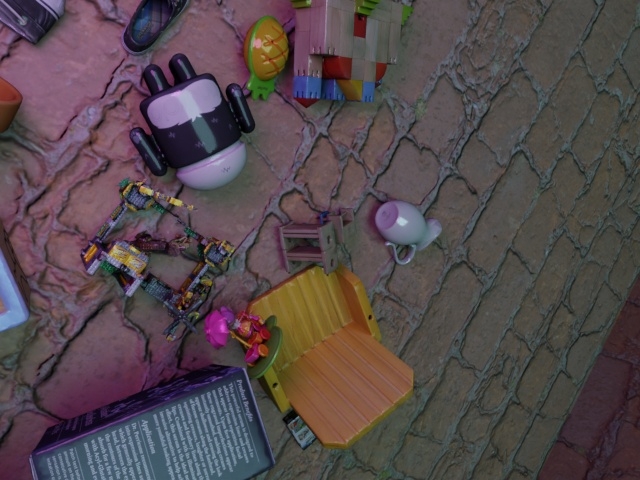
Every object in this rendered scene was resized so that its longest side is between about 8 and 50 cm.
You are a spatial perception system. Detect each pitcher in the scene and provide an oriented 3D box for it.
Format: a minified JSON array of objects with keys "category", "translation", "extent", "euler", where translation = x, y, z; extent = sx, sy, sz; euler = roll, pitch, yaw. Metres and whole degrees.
[{"category":"pitcher","translation":[0.242,-0.020,1.382],"extent":[0.207,0.125,0.178],"euler":[22,103,-43]}]

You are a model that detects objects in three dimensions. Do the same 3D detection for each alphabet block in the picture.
[{"category":"alphabet block","translation":[-0.640,0.068,0.812],"extent":[0.193,0.197,0.193],"euler":[-20,108,-27]}]

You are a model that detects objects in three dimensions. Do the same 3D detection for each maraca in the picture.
[{"category":"maraca","translation":[-0.129,-0.420,1.085],"extent":[0.127,0.099,0.186],"euler":[-23,129,-56]}]

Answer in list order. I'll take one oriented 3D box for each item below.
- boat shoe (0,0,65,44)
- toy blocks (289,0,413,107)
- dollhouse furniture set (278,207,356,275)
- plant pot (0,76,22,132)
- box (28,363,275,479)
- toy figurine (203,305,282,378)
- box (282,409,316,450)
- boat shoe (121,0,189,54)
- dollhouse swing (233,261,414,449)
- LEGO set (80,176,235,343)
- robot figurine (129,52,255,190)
[{"category":"boat shoe","translation":[-0.609,-0.464,0.771],"extent":[0.335,0.121,0.119],"euler":[30,79,-34]},{"category":"toy blocks","translation":[0.071,-0.457,1.148],"extent":[0.381,0.190,0.261],"euler":[-15,115,-45]},{"category":"dollhouse furniture set","translation":[0.000,0.000,1.250],"extent":[0.183,0.129,0.129],"euler":[-33,119,-55]},{"category":"plant pot","translation":[-0.658,-0.196,0.720],"extent":[0.290,0.291,0.204],"euler":[23,103,-32]},{"category":"box","translation":[-0.343,0.429,0.973],"extent":[0.395,0.293,0.212],"euler":[-16,85,-28]},{"category":"toy figurine","translation":[-0.185,0.202,1.058],"extent":[0.159,0.173,0.130],"euler":[35,120,-22]},{"category":"box","translation":[-0.001,0.503,1.374],"extent":[0.207,0.036,0.114],"euler":[-35,115,-21]},{"category":"boat shoe","translation":[-0.330,-0.485,0.963],"extent":[0.080,0.076,0.229],"euler":[40,79,-30]},{"category":"dollhouse swing","translation":[0.022,0.274,1.189],"extent":[0.346,0.305,0.315],"euler":[-30,113,-22]},{"category":"LEGO set","translation":[-0.333,0.034,0.992],"extent":[0.255,0.192,0.331],"euler":[-48,120,-14]},{"category":"robot figurine","translation":[-0.269,-0.243,0.994],"extent":[0.278,0.209,0.174],"euler":[66,24,-22]}]
